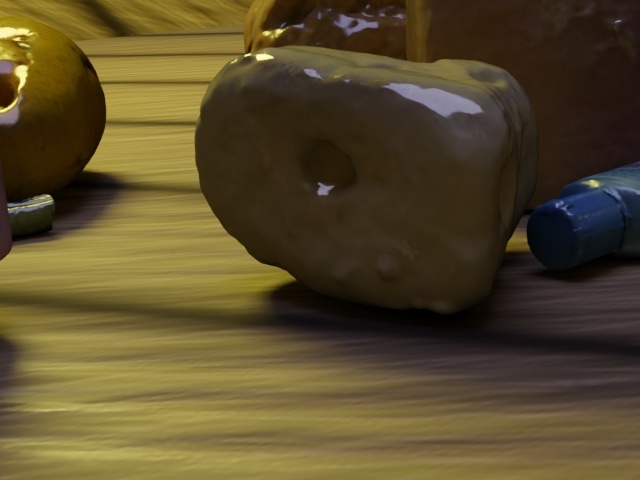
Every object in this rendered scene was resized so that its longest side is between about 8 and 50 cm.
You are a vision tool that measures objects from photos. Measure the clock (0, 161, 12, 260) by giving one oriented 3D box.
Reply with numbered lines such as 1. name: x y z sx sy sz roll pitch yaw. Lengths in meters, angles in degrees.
1. clock: -0.387 -0.024 0.911 0.339 0.102 0.338 -4 12 1

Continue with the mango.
1. mango: -0.343 -0.124 1.409 0.253 0.182 0.365 -6 25 -18

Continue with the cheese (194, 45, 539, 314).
1. cheese: 0.040 -0.057 1.001 0.248 0.173 0.251 11 20 20

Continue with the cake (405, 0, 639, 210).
1. cake: 0.202 -0.167 1.279 0.237 0.230 0.309 -5 14 3

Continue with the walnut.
1. walnut: 0.041 -0.215 1.534 0.257 0.257 0.224 -6 47 -6

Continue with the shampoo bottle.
1. shampoo bottle: 0.259 -0.029 1.056 0.258 0.061 0.104 -16 19 -40

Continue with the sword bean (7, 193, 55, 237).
1. sword bean: -0.364 -0.002 1.181 0.269 0.038 0.043 -12 -9 -27
